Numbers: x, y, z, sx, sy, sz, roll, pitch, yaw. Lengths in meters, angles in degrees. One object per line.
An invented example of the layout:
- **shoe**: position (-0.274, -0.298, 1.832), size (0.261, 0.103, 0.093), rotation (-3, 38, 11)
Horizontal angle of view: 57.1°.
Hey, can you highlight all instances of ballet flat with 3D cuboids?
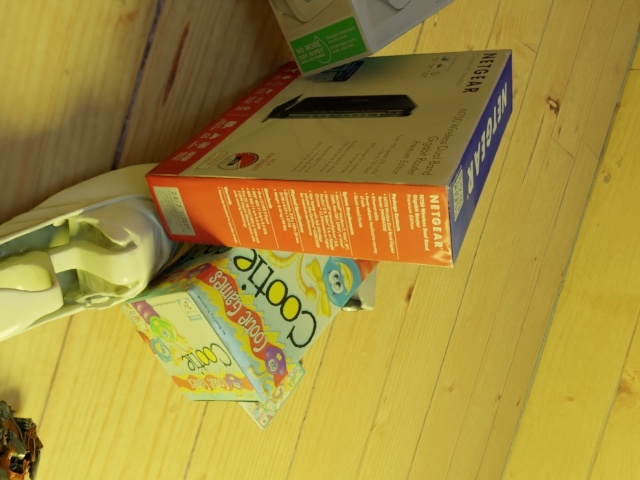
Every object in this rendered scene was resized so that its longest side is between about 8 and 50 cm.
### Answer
- **ballet flat**: position (-0.251, 0.029, 0.563), size (0.400, 0.139, 0.139), rotation (-26, 123, -43)

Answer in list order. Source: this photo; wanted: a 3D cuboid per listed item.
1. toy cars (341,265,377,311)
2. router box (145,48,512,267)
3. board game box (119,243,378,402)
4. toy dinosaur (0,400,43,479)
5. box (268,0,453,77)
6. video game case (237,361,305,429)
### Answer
- **toy cars**: position (-0.066, 0.089, 0.845), size (0.393, 0.087, 0.176), rotation (-30, 100, -44)
- **router box**: position (0.034, -0.112, 0.650), size (0.335, 0.301, 0.082), rotation (-56, 142, -48)
- **board game box**: position (-0.065, 0.041, 0.693), size (0.275, 0.144, 0.142), rotation (-46, 112, -41)
- **toy dinosaur**: position (-0.337, 0.257, 0.472), size (0.164, 0.322, 0.218), rotation (-23, 121, -2)
- **box**: position (0.045, -0.366, 0.723), size (0.262, 0.126, 0.231), rotation (-42, 117, -37)
- **video game case**: position (-0.090, 0.208, 0.921), size (0.119, 0.015, 0.166), rotation (-50, 137, -25)
